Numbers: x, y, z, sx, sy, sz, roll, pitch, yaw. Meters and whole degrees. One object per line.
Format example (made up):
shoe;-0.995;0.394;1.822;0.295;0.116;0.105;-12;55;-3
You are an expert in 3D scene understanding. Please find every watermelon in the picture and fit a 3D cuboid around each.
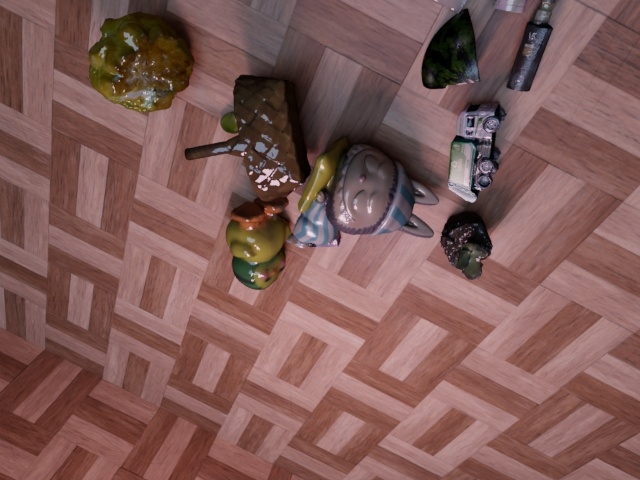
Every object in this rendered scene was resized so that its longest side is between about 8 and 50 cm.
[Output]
watermelon;0.301;-0.432;1.072;0.145;0.193;0.137;-9;163;24

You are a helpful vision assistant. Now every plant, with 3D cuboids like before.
plant;0.412;0.009;1.268;0.131;0.203;0.142;-20;109;20

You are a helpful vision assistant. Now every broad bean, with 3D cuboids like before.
broad bean;-0.263;-0.351;1.341;0.083;0.045;0.063;-17;115;35

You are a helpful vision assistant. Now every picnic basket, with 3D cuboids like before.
picnic basket;-0.205;-0.264;1.209;0.337;0.293;0.337;1;106;4

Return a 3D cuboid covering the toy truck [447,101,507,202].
toy truck;0.405;-0.228;1.173;0.124;0.114;0.253;9;125;25

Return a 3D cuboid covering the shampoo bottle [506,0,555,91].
shampoo bottle;0.489;-0.452;1.029;0.057;0.063;0.208;20;128;17

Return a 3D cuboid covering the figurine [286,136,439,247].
figurine;0.131;-0.068;1.268;0.377;0.266;0.361;30;136;3

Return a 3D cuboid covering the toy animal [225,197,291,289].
toy animal;-0.212;0.004;1.473;0.191;0.216;0.338;29;135;31

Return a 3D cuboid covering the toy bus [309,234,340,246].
toy bus;0.000;0.000;1.481;0.130;0.052;0.037;-1;123;17

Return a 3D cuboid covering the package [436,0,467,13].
package;0.261;-0.647;0.953;0.251;0.062;0.204;37;135;-4

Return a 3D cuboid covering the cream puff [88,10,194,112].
cream puff;-0.491;-0.481;1.210;0.185;0.282;0.282;43;129;20

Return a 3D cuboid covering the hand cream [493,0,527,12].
hand cream;0.435;-0.645;0.919;0.111;0.070;0.312;34;129;32
